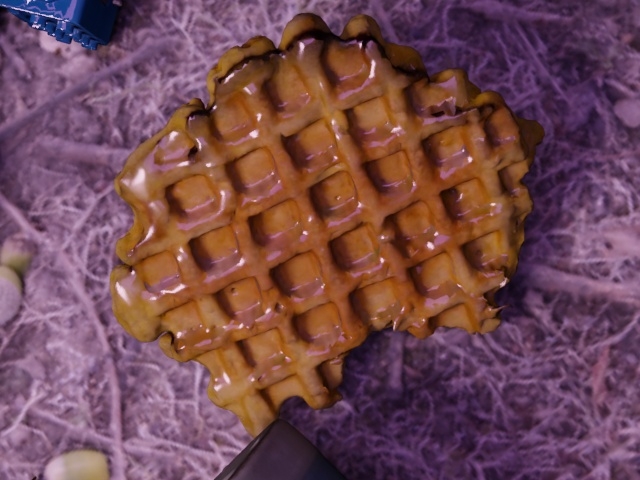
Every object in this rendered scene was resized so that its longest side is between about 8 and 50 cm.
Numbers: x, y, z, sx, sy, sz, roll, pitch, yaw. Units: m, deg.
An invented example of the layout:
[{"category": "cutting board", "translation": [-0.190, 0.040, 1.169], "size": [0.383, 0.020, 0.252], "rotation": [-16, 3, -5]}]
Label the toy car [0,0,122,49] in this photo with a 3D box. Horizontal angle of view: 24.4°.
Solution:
[{"category": "toy car", "translation": [-0.240, -0.181, 1.095], "size": [0.191, 0.097, 0.100], "rotation": [15, 88, 8]}]

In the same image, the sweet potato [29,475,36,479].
[{"category": "sweet potato", "translation": [-0.287, 0.288, 1.079], "size": [0.067, 0.067, 0.274], "rotation": [39, 85, 9]}]

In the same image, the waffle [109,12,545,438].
[{"category": "waffle", "translation": [0.007, -0.007, 1.018], "size": [0.281, 0.058, 0.301], "rotation": [40, 102, -22]}]

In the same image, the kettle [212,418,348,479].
[{"category": "kettle", "translation": [-0.010, 0.342, 0.975], "size": [0.342, 0.247, 0.319], "rotation": [44, 122, 0]}]
